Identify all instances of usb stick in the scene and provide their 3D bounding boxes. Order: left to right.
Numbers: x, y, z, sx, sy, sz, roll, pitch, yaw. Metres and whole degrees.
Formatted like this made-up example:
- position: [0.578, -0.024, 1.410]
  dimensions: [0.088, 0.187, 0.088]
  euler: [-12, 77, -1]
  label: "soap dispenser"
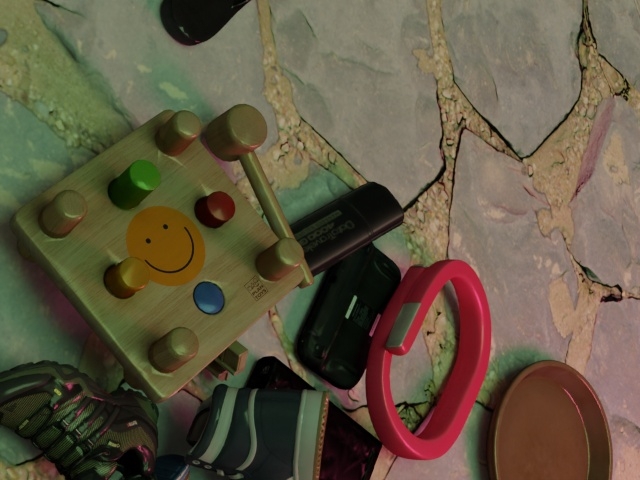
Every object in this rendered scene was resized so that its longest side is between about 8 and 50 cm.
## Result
- position: [0.000, 0.000, 1.665]
  dimensions: [0.278, 0.045, 0.077]
  euler: [-30, 70, -39]
  label: "usb stick"

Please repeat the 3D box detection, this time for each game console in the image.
- position: [0.020, 0.165, 1.674]
  dimensions: [0.213, 0.044, 0.361]
  euler: [43, 57, -30]
  label: "game console"

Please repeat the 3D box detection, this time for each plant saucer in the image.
- position: [0.334, 0.315, 1.932]
  dimensions: [0.278, 0.041, 0.277]
  euler: [10, 76, -41]
  label: "plant saucer"

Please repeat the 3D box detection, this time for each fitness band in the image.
- position: [0.148, 0.157, 1.753]
  dimensions: [0.291, 0.054, 0.209]
  euler: [-57, 134, -39]
  label: "fitness band"

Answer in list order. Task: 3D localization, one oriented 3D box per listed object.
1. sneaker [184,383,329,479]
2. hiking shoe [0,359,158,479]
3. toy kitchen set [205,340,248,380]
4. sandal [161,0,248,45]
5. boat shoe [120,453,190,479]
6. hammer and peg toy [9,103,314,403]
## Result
- position: [-0.080, 0.278, 1.509]
  dimensions: [0.099, 0.153, 0.282]
  euler: [-82, 180, -58]
  label: "sneaker"
- position: [-0.255, 0.200, 1.364]
  dimensions: [0.227, 0.086, 0.114]
  euler: [19, 40, -39]
  label: "hiking shoe"
- position: [-0.141, 0.142, 1.517]
  dimensions: [0.075, 0.083, 0.068]
  euler: [-27, 142, -41]
  label: "toy kitchen set"
- position: [-0.102, -0.336, 1.642]
  dimensions: [0.097, 0.054, 0.254]
  euler: [48, 54, -26]
  label: "sandal"
- position: [-0.202, 0.309, 1.438]
  dimensions: [0.183, 0.066, 0.066]
  euler: [-44, 129, -40]
  label: "boat shoe"
- position: [-0.134, -0.013, 1.467]
  dimensions: [0.266, 0.127, 0.361]
  euler: [52, 51, -2]
  label: "hammer and peg toy"
